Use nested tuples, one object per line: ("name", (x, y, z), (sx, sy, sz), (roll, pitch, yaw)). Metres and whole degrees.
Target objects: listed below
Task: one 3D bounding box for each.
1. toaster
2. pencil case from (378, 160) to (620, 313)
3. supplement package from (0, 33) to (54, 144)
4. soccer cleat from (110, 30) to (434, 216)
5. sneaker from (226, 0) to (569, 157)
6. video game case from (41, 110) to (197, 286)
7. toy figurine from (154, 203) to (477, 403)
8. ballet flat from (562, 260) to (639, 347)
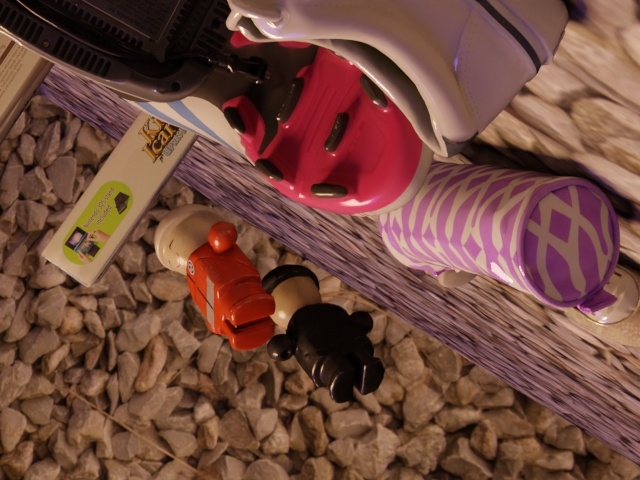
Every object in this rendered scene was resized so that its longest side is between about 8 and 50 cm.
("toaster", (-0.138, -0.168, 0.830), (0.227, 0.129, 0.146), (26, -178, -24))
("pencil case", (0.114, -0.006, 0.931), (0.206, 0.086, 0.088), (15, 123, 67))
("supplement package", (-0.327, -0.168, 1.247), (0.145, 0.262, 0.204), (34, 175, -9))
("soccer cleat", (-0.020, -0.102, 0.938), (0.143, 0.116, 0.331), (11, -166, -46))
("sneaker", (-0.013, -0.130, 0.576), (0.258, 0.091, 0.094), (35, 175, -13))
("video game case", (-0.190, -0.069, 1.445), (0.061, 0.244, 0.269), (36, 175, -6))
("toy figurine", (0.000, 0.000, 1.108), (0.213, 0.209, 0.148), (31, -167, -44))
("ballet flat", (0.183, 0.027, 1.012), (0.168, 0.057, 0.052), (31, -173, 26))
